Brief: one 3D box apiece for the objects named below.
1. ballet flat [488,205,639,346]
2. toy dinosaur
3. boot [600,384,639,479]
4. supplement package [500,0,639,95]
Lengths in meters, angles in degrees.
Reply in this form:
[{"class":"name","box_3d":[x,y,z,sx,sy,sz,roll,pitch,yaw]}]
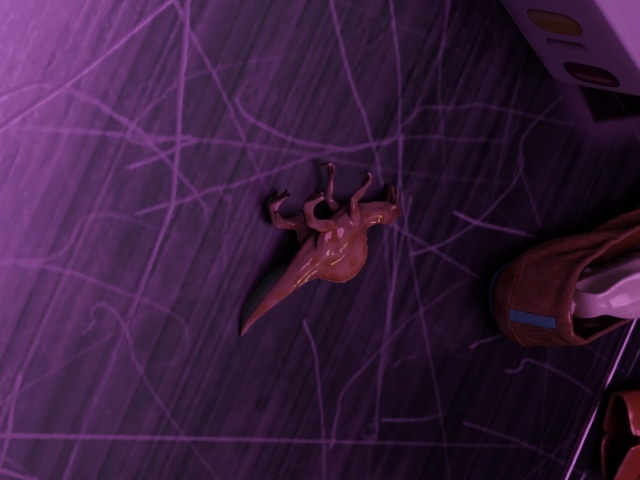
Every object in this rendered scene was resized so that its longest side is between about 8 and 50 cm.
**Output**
[{"class":"ballet flat","box_3d":[0.312,0.015,1.540,0.342,0.124,0.116,-19,111,-28]},{"class":"toy dinosaur","box_3d":[0.000,0.000,1.384,0.183,0.053,0.093,-39,120,-19]},{"class":"boot","box_3d":[0.335,0.224,1.636,0.152,0.073,0.197,-5,91,-32]},{"class":"supplement package","box_3d":[0.235,-0.282,1.411,0.204,0.145,0.262,-48,121,-14]}]
